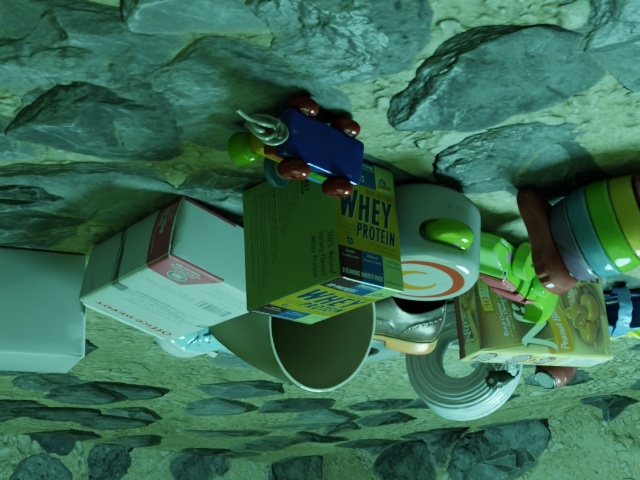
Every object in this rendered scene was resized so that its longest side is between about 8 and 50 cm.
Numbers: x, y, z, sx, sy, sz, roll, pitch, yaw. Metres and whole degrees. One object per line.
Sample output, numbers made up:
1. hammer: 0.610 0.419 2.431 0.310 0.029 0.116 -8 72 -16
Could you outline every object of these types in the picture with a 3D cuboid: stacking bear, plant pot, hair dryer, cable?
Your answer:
1. stacking bear: 0.482 -0.036 1.566 0.289 0.175 0.164 -23 151 27
2. plant pot: -0.084 0.140 1.871 0.257 0.256 0.274 16 169 -42
3. hair dryer: 0.463 0.199 2.093 0.294 0.223 0.080 3 166 -28
4. cable: 0.312 0.260 2.180 0.257 0.257 0.089 -6 156 24

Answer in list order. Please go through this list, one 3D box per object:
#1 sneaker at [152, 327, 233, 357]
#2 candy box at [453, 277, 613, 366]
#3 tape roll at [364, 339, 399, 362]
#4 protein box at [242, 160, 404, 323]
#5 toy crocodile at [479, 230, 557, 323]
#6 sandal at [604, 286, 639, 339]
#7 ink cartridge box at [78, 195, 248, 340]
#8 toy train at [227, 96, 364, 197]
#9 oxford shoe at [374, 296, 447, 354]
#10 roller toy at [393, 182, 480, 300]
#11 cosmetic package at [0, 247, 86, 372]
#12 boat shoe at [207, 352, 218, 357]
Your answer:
1. sneaker: -0.184 0.163 2.049 0.150 0.135 0.366 -23 162 32
2. candy box: 0.425 0.152 2.010 0.317 0.182 0.087 6 157 -23
3. tape roll: 0.078 0.227 2.325 0.219 0.072 0.219 -3 159 -1
4. protein box: 0.000 0.000 1.508 0.136 0.199 0.201 15 152 -42
5. toy crocodile: 0.346 0.062 1.811 0.115 0.105 0.340 18 172 32
6. sandal: 0.611 0.176 2.221 0.138 0.126 0.317 25 140 -38
7. ink cartridge box: -0.244 0.057 1.692 0.207 0.117 0.283 29 145 -33
8. toy train: -0.069 -0.129 1.312 0.143 0.105 0.248 -3 165 42
9. oxford shoe: 0.082 0.129 2.046 0.364 0.130 0.132 10 124 -15
10. roller toy: 0.158 -0.001 1.609 0.210 0.146 0.191 -5 152 22
11. cosmetic package: -0.606 0.119 1.749 0.366 0.196 0.155 8 157 -25
12. boat shoe: -0.270 0.176 2.158 0.079 0.084 0.233 -44 145 0
